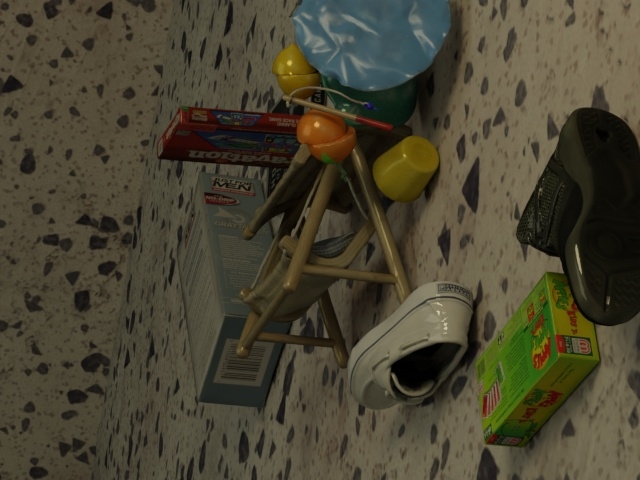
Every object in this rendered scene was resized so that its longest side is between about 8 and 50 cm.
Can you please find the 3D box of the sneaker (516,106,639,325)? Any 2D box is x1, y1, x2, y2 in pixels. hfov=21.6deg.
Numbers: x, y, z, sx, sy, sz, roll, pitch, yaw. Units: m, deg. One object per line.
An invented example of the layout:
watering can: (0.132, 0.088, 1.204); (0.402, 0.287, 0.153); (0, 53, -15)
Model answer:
sneaker: (0.235, 0.003, 1.478); (0.130, 0.087, 0.227); (112, 162, -46)

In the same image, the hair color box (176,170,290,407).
hair color box: (-0.146, 0.074, 2.703); (0.374, 0.114, 0.185); (-105, 27, -51)

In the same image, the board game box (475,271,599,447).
board game box: (0.204, 0.117, 1.604); (0.181, 0.043, 0.092); (119, 153, -53)

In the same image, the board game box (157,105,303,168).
board game box: (-0.062, -0.130, 2.195); (0.145, 0.281, 0.027); (138, 133, -67)

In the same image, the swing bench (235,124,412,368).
swing bench: (0.000, 0.000, 2.142); (0.253, 0.165, 0.254); (127, 147, -60)

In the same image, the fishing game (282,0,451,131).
fishing game: (0.059, -0.256, 1.961); (0.041, 0.189, 0.264); (68, -140, -71)

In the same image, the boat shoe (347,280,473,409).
boat shoe: (0.095, 0.140, 1.880); (0.258, 0.095, 0.084); (118, 158, -54)

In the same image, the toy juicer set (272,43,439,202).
toy juicer set: (0.030, -0.206, 2.047); (0.089, 0.209, 0.329); (-47, 38, 50)

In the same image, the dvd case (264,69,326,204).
dvd case: (-0.039, -0.158, 2.587); (0.239, 0.030, 0.179); (139, 136, -66)
